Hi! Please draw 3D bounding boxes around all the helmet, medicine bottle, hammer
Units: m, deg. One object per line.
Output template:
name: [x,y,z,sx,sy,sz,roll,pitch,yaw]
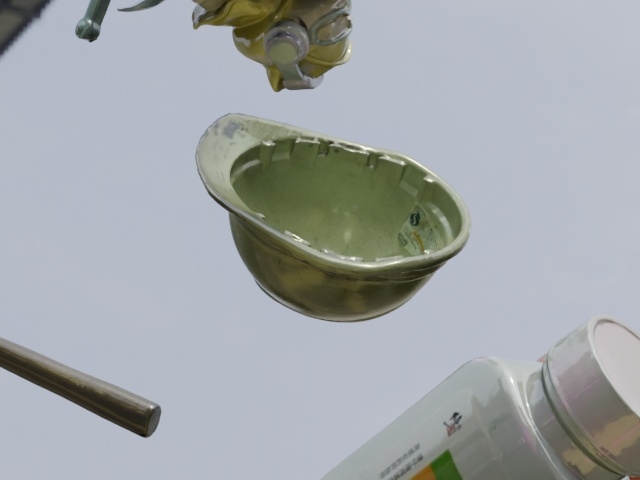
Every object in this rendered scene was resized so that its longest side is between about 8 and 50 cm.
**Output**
helmet: [-0.005,0.001,1.515,0.257,0.204,0.137,17,-55,-6]
medicine bottle: [0.119,0.178,1.175,0.296,0.161,0.111,-40,-29,27]
hammer: [-0.406,0.161,2.228,0.440,0.044,0.168,22,-59,20]

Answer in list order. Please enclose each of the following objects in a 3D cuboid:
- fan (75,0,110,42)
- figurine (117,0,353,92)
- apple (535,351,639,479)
fan: [-0.128,-0.227,1.139,0.016,0.038,0.193,15,-80,-42]
figurine: [-0.053,-0.207,1.341,0.208,0.128,0.184,1,-51,20]
apple: [0.268,0.196,1.605,0.164,0.209,0.209,22,-42,-24]
